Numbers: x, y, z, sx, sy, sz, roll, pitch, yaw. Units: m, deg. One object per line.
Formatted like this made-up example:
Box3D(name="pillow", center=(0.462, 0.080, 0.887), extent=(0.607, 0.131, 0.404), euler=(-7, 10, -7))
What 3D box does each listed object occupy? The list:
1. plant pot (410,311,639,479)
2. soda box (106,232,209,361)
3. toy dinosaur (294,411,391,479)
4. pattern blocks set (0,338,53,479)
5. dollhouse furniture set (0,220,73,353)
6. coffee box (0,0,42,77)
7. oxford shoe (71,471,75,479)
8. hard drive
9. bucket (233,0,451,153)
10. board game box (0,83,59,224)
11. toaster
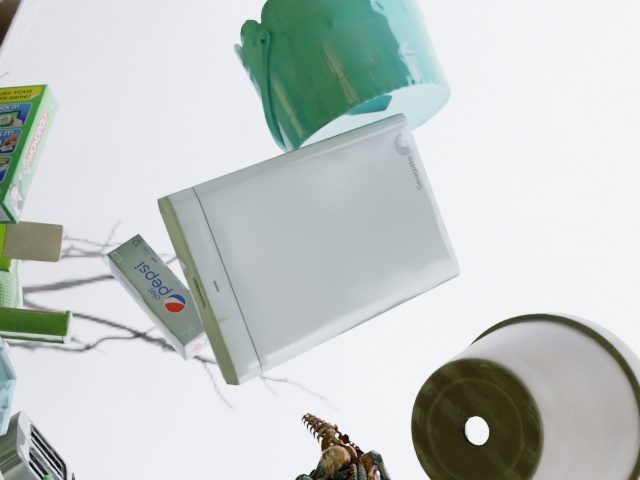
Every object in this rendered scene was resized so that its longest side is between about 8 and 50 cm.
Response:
Box3D(name="plant pot", center=(0.276, 0.259, 1.224), extent=(0.323, 0.280, 0.323), euler=(-4, -97, 36))
Box3D(name="soda box", center=(-0.349, 0.125, 1.930), extent=(0.286, 0.091, 0.098), euler=(46, -24, 18))
Box3D(name="toy dinosaur", center=(0.036, 0.437, 1.556), extent=(0.218, 0.164, 0.322), euler=(-52, -164, 16))
Box3D(name="pattern blocks set", center=(-0.193, 0.220, 0.511), extent=(0.285, 0.026, 0.324), euler=(58, -44, 29))
Box3D(name="dollhouse furniture set", center=(-0.490, 0.081, 1.483), extent=(0.301, 0.151, 0.197), euler=(135, -41, -70))
Box3D(name="coffee box", center=(-0.405, -0.331, 1.055), extent=(0.246, 0.141, 0.098), euler=(-59, -168, 18))
Box3D(name="oxford shoe", center=(-0.471, 0.462, 1.554), extent=(0.212, 0.076, 0.076), euler=(113, -38, -57))
Box3D(name="hard drive", center=(0.000, 0.000, 1.084), extent=(0.047, 0.353, 0.232), euler=(-12, -80, 59))
Box3D(name="bucket", center=(0.036, -0.233, 1.218), extent=(0.281, 0.281, 0.183), euler=(-31, -104, 38))
Box3D(name="board game box", center=(-0.520, -0.107, 1.133), extent=(0.318, 0.046, 0.213), euler=(-3, -128, 8))
Box3D(name="toaster", center=(-0.445, 0.355, 1.276), extent=(0.185, 0.110, 0.168), euler=(59, -8, -20))
